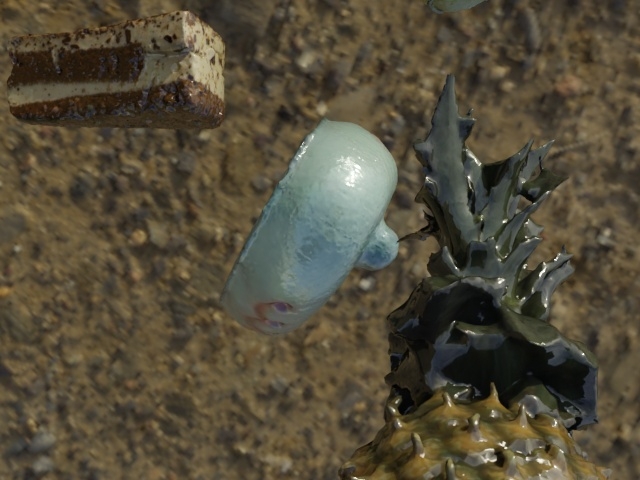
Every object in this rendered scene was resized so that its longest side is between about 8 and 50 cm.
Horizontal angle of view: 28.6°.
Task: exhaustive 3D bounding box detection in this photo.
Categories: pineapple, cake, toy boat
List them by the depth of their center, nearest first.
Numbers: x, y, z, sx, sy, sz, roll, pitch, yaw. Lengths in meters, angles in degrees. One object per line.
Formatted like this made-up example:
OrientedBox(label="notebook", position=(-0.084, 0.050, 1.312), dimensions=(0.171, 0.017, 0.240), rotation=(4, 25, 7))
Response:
OrientedBox(label="pineapple", position=(0.052, 0.063, 0.452), dimensions=(0.125, 0.125, 0.251), rotation=(48, 36, -41))
OrientedBox(label="toy boat", position=(0.000, 0.000, 0.765), dimensions=(0.079, 0.208, 0.134), rotation=(33, 75, -1))
OrientedBox(label="cake", position=(-0.219, -0.178, 1.418), dimensions=(0.135, 0.246, 0.112), rotation=(12, 75, -64))

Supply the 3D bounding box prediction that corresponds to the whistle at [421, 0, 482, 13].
OrientedBox(label="whistle", position=(0.099, -0.273, 1.123), dimensions=(0.223, 0.123, 0.123), rotation=(-6, 115, -54))
